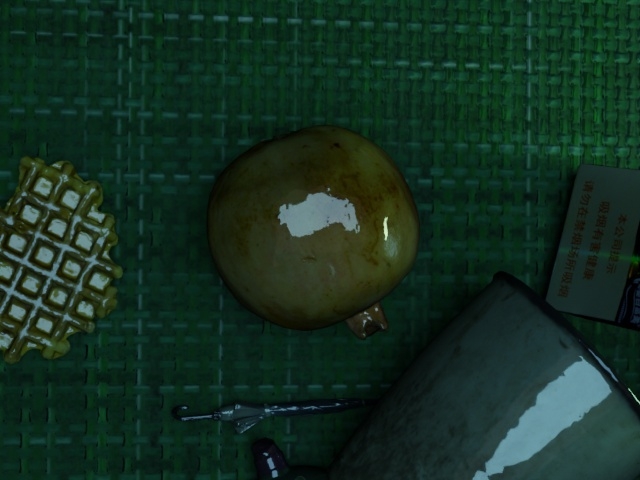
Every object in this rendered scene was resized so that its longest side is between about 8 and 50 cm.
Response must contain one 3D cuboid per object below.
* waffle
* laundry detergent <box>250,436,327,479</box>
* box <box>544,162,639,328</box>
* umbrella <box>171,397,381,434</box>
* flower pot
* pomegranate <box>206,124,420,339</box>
[{"bbox_3d":[-0.369,0.025,1.538,0.253,0.056,0.249,-7,90,-7],"label":"waffle"},{"bbox_3d":[-0.021,0.344,1.573,0.144,0.078,0.221,-19,88,-24],"label":"laundry detergent"},{"bbox_3d":[0.432,0.022,1.536,0.084,0.310,0.198,18,85,-41],"label":"box"},{"bbox_3d":[-0.051,0.218,1.588,0.269,0.044,0.044,-1,119,-8],"label":"umbrella"},{"bbox_3d":[0.193,0.246,1.501,0.330,0.293,0.293,-41,95,-5],"label":"flower pot"},{"bbox_3d":[0.000,0.000,1.507,0.252,0.229,0.270,-25,98,-7],"label":"pomegranate"}]
